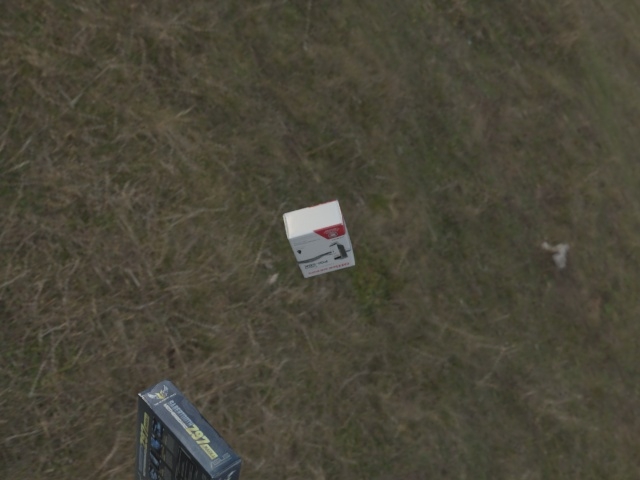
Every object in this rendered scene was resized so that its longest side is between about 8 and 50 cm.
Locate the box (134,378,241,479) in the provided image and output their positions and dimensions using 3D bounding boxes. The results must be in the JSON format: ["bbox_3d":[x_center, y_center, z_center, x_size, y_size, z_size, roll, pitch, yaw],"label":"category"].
[{"bbox_3d":[-0.204,0.349,1.230,0.059,0.232,0.183,-24,49,-39],"label":"box"}]

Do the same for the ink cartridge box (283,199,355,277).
[{"bbox_3d":[0.000,0.000,1.434,0.135,0.099,0.056,69,7,-55],"label":"ink cartridge box"}]
